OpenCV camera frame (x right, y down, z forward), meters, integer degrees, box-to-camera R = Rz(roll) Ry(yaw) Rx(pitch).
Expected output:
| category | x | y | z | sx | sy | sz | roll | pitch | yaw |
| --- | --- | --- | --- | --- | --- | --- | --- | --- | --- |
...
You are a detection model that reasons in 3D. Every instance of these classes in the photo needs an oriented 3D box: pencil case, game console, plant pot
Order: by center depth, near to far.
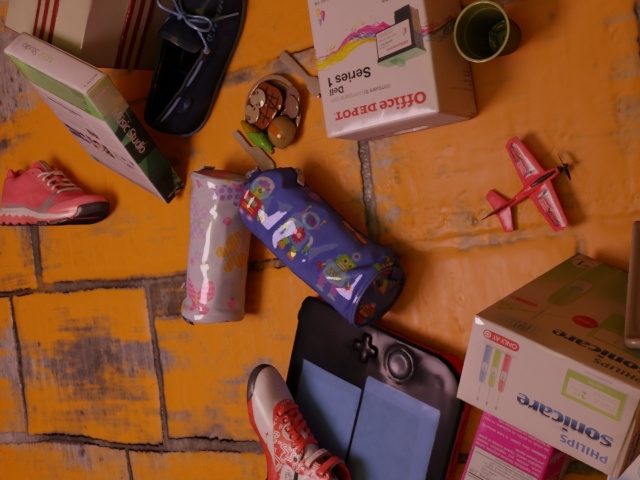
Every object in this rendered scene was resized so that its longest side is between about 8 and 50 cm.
| category | x | y | z | sx | sy | sz | roll | pitch | yaw |
| --- | --- | --- | --- | --- | --- | --- | --- | --- | --- |
| plant pot | 0.241 | -0.287 | 1.251 | 0.083 | 0.079 | 0.083 | 4 | 96 | 37 |
| pencil case | 0.000 | 0.000 | 1.430 | 0.306 | 0.119 | 0.133 | 42 | 106 | 26 |
| game console | 0.064 | 0.318 | 1.449 | 0.342 | 0.060 | 0.386 | 21 | 105 | 33 |
| pencil case | -0.180 | 0.010 | 1.567 | 0.124 | 0.114 | 0.273 | 21 | 107 | 54 |

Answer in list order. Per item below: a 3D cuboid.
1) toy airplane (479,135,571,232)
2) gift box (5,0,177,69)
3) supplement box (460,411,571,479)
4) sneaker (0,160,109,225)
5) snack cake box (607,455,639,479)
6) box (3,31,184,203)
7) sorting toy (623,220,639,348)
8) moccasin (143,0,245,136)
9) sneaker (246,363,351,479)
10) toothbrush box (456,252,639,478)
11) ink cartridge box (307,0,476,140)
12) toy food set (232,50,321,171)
| category | x | y | z | sx | sy | sz | roll | pitch | yaw |
| --- | --- | --- | --- | --- | --- | --- | --- | --- | --- |
| toy airplane | 0.289 | -0.065 | 1.268 | 0.151 | 0.028 | 0.151 | 3 | 95 | 37 |
| gift box | -0.410 | -0.471 | 1.607 | 0.276 | 0.255 | 0.258 | 29 | 113 | 24 |
| supplement box | 0.290 | 0.259 | 1.244 | 0.114 | 0.111 | 0.220 | 26 | 109 | 31 |
| sneaker | -0.557 | -0.097 | 1.832 | 0.314 | 0.116 | 0.136 | 1 | 93 | 36 |
| snack cake box | 0.499 | 0.287 | 1.069 | 0.264 | 0.152 | 0.089 | 20 | 105 | 33 |
| box | -0.395 | -0.213 | 1.601 | 0.232 | 0.322 | 0.058 | 29 | 73 | 30 |
| sorting toy | 0.506 | 0.065 | 1.008 | 0.307 | 0.229 | 0.041 | 5 | 131 | 18 |
| moccasin | -0.220 | -0.343 | 1.561 | 0.138 | 0.117 | 0.341 | 22 | 107 | 33 |
| sneaker | -0.028 | 0.328 | 1.445 | 0.145 | 0.090 | 0.270 | -10 | 89 | 41 |
| toothbrush box | 0.332 | 0.136 | 1.087 | 0.206 | 0.283 | 0.122 | 25 | 120 | 34 |
| ink cartridge box | 0.100 | -0.300 | 1.330 | 0.201 | 0.117 | 0.278 | -8 | 90 | 36 |
| toy food set | -0.084 | -0.217 | 1.521 | 0.132 | 0.039 | 0.192 | 46 | 118 | 24 |
